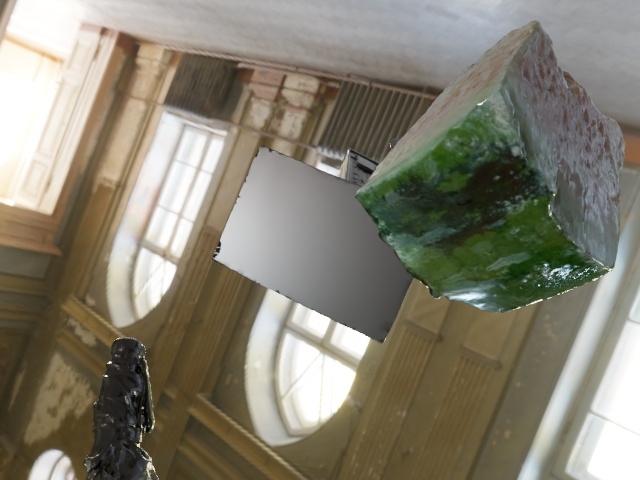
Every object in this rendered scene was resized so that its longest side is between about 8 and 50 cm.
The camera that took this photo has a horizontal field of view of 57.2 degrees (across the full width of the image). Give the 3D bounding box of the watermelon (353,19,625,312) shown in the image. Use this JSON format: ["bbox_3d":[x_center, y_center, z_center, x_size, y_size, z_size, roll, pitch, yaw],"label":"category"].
[{"bbox_3d":[0.211,-0.079,0.614,0.264,0.301,0.151,39,164,-28],"label":"watermelon"}]

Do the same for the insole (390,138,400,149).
[{"bbox_3d":[0.182,-0.061,0.796,0.232,0.003,0.080,40,-148,-7],"label":"insole"}]

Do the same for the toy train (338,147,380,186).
[{"bbox_3d":[0.070,-0.090,1.172,0.087,0.088,0.407,27,-160,-5],"label":"toy train"}]

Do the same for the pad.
[{"bbox_3d":[0.000,0.000,0.714,0.243,0.163,0.004,25,-177,13],"label":"pad"}]

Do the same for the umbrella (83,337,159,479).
[{"bbox_3d":[-0.277,0.288,0.817,0.113,0.106,0.357,61,-165,-45],"label":"umbrella"}]
